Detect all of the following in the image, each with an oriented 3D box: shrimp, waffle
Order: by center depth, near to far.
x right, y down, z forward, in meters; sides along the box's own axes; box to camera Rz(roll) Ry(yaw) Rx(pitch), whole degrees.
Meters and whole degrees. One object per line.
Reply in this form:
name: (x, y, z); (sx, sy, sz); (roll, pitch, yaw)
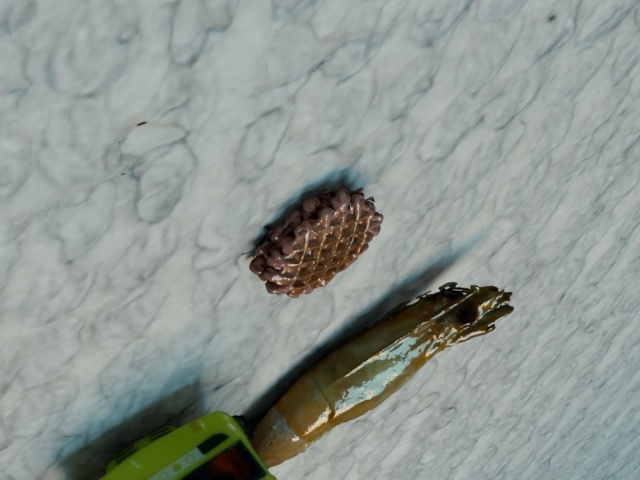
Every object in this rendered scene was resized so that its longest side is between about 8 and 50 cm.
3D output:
waffle: (0.000, 0.000, 0.816); (0.083, 0.029, 0.075); (-44, 155, 12)
shrimp: (0.043, 0.101, 1.023); (0.236, 0.053, 0.133); (-38, 154, 12)

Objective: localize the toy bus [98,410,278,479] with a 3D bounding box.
toy bus: (-0.080, 0.222, 0.957); (0.128, 0.150, 0.262); (-31, 160, -15)
